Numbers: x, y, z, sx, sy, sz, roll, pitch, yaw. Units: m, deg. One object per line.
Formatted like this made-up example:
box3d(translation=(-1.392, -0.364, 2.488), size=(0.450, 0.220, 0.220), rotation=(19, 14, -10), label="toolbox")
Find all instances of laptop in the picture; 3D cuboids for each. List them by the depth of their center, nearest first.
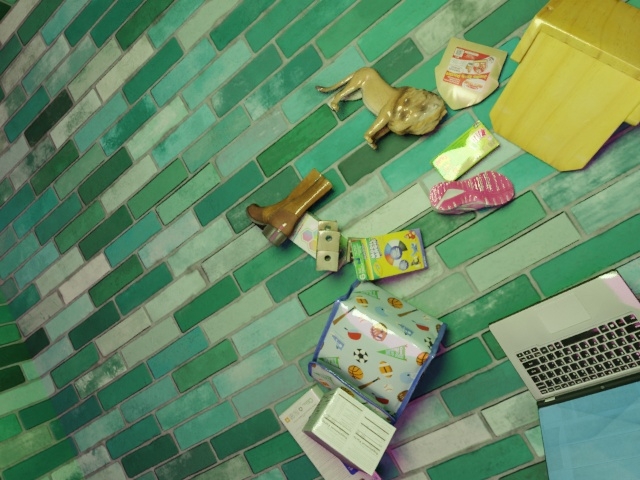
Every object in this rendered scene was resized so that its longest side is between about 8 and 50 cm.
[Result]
box3d(translation=(0.658, 0.356, 1.100), size=(0.382, 0.236, 0.408), rotation=(-39, 78, 38), label="laptop")

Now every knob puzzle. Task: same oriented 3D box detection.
box3d(translation=(0.433, -0.483, 1.312), size=(0.212, 0.030, 0.214), rotation=(1, 93, 21), label="knob puzzle")

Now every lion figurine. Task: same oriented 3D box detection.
box3d(translation=(0.178, -0.438, 1.359), size=(0.240, 0.142, 0.392), rotation=(-46, 73, 10), label="lion figurine")

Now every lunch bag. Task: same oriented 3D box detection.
box3d(translation=(0.153, 0.370, 1.365), size=(0.327, 0.239, 0.386), rotation=(30, 119, 17), label="lunch bag")

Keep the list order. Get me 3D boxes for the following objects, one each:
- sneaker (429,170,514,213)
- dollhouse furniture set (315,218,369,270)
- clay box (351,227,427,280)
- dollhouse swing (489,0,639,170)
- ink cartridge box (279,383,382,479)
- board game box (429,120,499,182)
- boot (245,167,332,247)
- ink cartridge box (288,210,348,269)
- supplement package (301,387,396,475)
box3d(translation=(0.434, -0.136, 1.296), size=(0.251, 0.111, 0.103), rotation=(-6, 82, 0), label="sneaker")
box3d(translation=(0.080, 0.015, 1.378), size=(0.183, 0.129, 0.129), rotation=(3, 107, -2), label="dollhouse furniture set")
box3d(translation=(0.210, 0.043, 1.346), size=(0.221, 0.053, 0.128), rotation=(-11, 88, -20), label="clay box")
box3d(translation=(0.698, -0.427, 1.197), size=(0.346, 0.305, 0.315), rotation=(37, 63, 16), label="dollhouse swing")
box3d(translation=(0.035, 0.696, 1.510), size=(0.176, 0.069, 0.371), rotation=(-45, 75, 17), label="ink cartridge box")
box3d(translation=(0.429, -0.258, 1.318), size=(0.181, 0.043, 0.092), rotation=(-41, 78, 18), label="board game box")
box3d(translation=(-0.115, -0.144, 1.496), size=(0.280, 0.096, 0.264), rotation=(-49, 33, 1), label="boot")
box3d(translation=(0.000, 0.000, 1.489), size=(0.209, 0.062, 0.109), rotation=(37, 104, 15), label="ink cartridge box")
box3d(translation=(0.076, 0.578, 1.341), size=(0.203, 0.262, 0.145), rotation=(34, 67, 6), label="supplement package")
